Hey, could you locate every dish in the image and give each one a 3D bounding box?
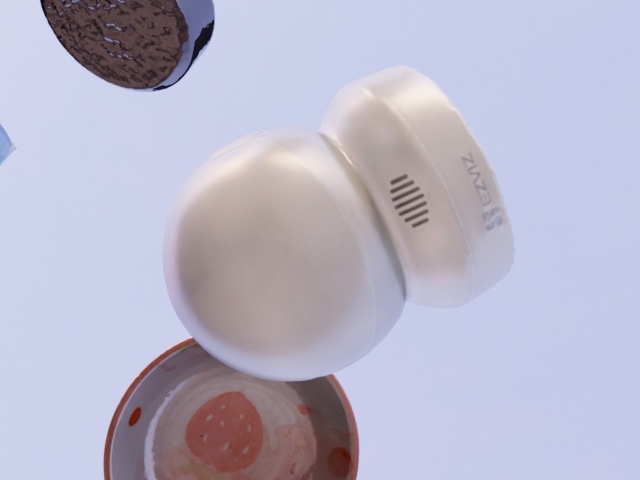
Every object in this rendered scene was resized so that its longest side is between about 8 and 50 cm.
[{"bbox_3d":[-0.094,0.214,1.273,0.260,0.085,0.260,-1,-85,-13],"label":"dish"}]

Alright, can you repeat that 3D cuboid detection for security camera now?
[{"bbox_3d":[0.000,0.000,0.909,0.236,0.194,0.195,-29,-99,-12],"label":"security camera"}]

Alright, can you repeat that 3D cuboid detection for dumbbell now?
[{"bbox_3d":[-0.078,-0.180,0.735,0.100,0.191,0.100,18,-41,16],"label":"dumbbell"}]

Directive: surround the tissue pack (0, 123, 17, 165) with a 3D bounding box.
[{"bbox_3d":[-0.361,-0.111,0.860,0.146,0.198,0.263,-16,-61,22],"label":"tissue pack"}]
